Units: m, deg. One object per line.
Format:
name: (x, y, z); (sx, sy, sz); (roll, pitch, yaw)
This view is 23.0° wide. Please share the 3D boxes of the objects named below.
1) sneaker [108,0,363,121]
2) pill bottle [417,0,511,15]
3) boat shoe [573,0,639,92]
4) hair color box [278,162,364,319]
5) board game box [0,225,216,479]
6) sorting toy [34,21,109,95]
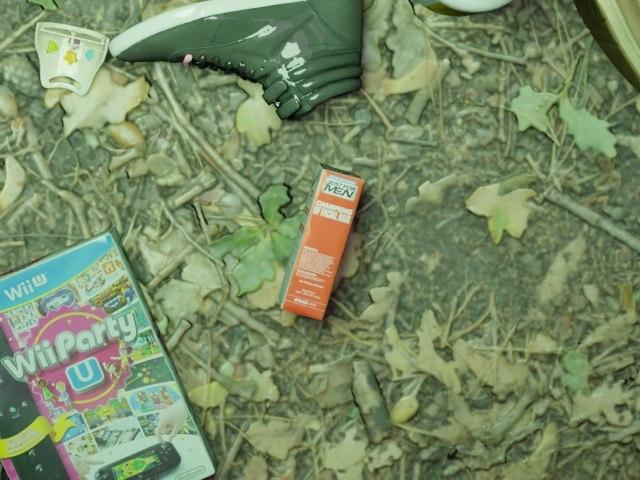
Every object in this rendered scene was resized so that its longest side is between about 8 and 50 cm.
sneaker: (-0.084, -0.198, 1.779); (0.296, 0.104, 0.147); (-11, 92, -6)
pill bottle: (0.163, -0.314, 1.708); (0.136, 0.245, 0.136); (0, 97, -3)
boat shoe: (0.329, -0.330, 1.777); (0.110, 0.121, 0.341); (-26, 96, 1)
hair color box: (0.000, 0.000, 1.812); (0.053, 0.093, 0.167); (15, 96, -5)
board game box: (-0.280, 0.166, 1.817); (0.224, 0.097, 0.303); (-23, 96, 0)
sorting toy: (-0.287, -0.206, 1.804); (0.083, 0.045, 0.075); (13, 103, -5)
